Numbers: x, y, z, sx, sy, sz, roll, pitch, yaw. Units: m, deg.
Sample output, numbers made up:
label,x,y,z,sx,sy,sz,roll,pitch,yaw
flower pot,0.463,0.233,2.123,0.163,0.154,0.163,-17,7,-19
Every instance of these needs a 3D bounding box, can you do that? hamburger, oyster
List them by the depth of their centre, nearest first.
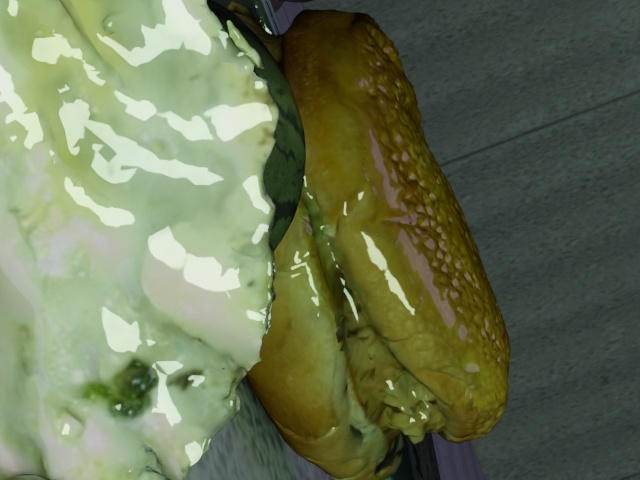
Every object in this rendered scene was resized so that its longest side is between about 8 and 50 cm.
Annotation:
label,x,y,z,sx,sy,sz,roll,pitch,yaw
oyster,-0.081,-0.026,0.392,0.072,0.133,0.209,4,-52,49
hamburger,0.000,0.000,0.796,0.283,0.144,0.156,68,15,-1

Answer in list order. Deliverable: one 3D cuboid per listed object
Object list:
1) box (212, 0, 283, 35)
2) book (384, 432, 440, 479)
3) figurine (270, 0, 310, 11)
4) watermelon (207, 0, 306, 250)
label,x,y,z,sx,sy,sz,roll,pitch,yaw
box,-0.064,-0.150,1.085,0.084,0.069,0.122,-79,148,-83
book,0.055,0.134,1.289,0.379,0.031,0.264,63,15,-55
figurine,-0.031,-0.357,1.704,0.173,0.173,0.173,-21,90,-85
watermelon,-0.066,-0.036,0.477,0.133,0.105,0.105,30,30,-35
